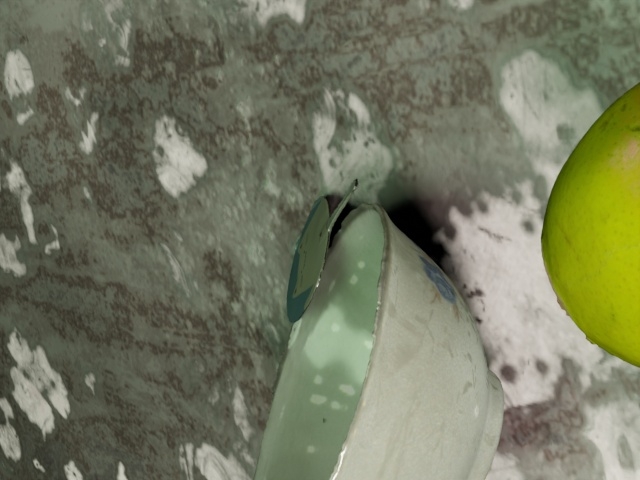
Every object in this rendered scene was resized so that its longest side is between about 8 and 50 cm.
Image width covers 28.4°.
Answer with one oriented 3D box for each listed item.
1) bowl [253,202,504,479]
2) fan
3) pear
[{"bbox_3d":[0.056,0.137,0.987,0.313,0.146,0.313,-163,90,-81],"label":"bowl"},{"bbox_3d":[0.000,0.000,1.079,0.175,0.005,0.113,123,157,-51],"label":"fan"},{"bbox_3d":[0.238,-0.018,0.701,0.220,0.187,0.187,-38,76,43],"label":"pear"}]
